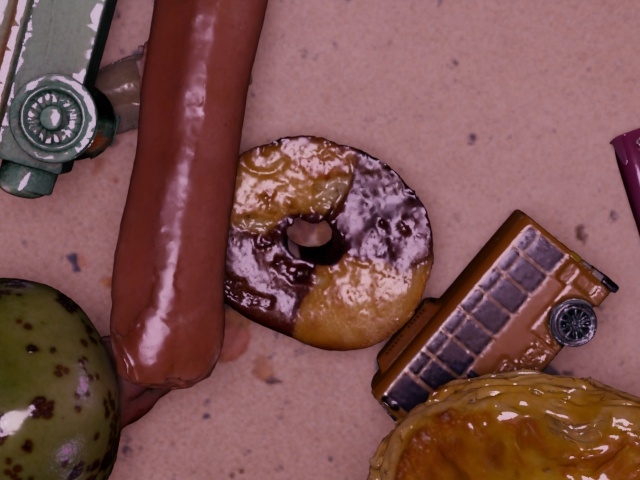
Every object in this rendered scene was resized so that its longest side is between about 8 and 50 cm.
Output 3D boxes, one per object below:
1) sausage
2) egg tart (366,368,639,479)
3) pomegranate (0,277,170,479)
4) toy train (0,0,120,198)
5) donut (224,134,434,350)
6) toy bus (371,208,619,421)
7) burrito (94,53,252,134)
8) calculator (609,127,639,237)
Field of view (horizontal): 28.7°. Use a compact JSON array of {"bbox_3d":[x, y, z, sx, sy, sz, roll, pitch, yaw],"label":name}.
[{"bbox_3d":[-0.093,-0.096,0.945,0.094,0.094,0.418,12,84,-30],"label":"sausage"},{"bbox_3d":[0.161,0.232,0.879,0.295,0.116,0.294,2,61,-3],"label":"egg tart"},{"bbox_3d":[-0.217,0.121,0.989,0.248,0.214,0.214,-15,95,-31],"label":"pomegranate"},{"bbox_3d":[-0.222,-0.179,0.935,0.177,0.116,0.285,16,96,-2],"label":"toy train"},{"bbox_3d":[0.000,0.000,1.006,0.184,0.073,0.166,9,97,4],"label":"donut"},{"bbox_3d":[0.130,0.079,0.992,0.114,0.098,0.201,40,97,0],"label":"toy bus"},{"bbox_3d":[-0.149,-0.122,1.019,0.188,0.045,0.058,-17,92,6],"label":"burrito"},{"bbox_3d":[0.320,-0.011,1.003,0.127,0.034,0.190,-18,95,4],"label":"calculator"}]
